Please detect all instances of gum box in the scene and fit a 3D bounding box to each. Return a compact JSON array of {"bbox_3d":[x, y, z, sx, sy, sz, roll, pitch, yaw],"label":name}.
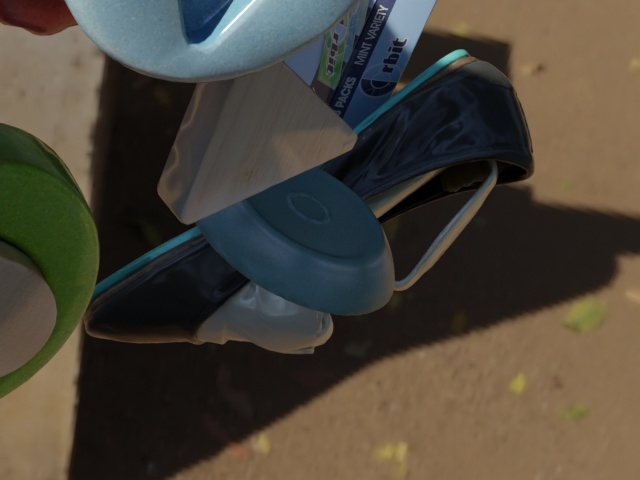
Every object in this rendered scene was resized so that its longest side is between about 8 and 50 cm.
[{"bbox_3d":[0.008,-0.162,1.130,0.041,0.157,0.184,6,41,-25],"label":"gum box"}]

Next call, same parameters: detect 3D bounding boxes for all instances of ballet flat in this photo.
[{"bbox_3d":[0.000,0.000,1.064,0.280,0.095,0.096,-34,77,2],"label":"ballet flat"}]

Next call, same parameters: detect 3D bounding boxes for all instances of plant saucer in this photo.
[{"bbox_3d":[-0.010,-0.010,0.966,0.119,0.021,0.119,23,31,-14],"label":"plant saucer"}]

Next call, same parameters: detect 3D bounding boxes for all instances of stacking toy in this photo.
[{"bbox_3d":[-0.088,-0.035,0.643,0.309,0.279,0.130,-32,49,-11],"label":"stacking toy"}]
